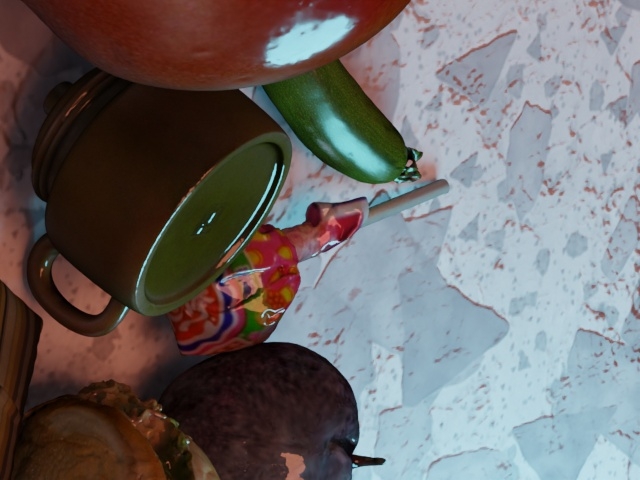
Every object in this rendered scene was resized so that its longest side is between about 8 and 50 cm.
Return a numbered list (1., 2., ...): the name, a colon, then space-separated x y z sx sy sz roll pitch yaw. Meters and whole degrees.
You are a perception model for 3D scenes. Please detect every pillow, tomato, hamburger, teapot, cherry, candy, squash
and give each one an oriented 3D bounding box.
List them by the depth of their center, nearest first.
1. tomato: -0.081 -0.251 1.314 0.321 0.321 0.321 -15 113 -39
2. pillow: -0.282 0.084 1.416 0.212 0.052 0.208 50 32 -42
3. teapot: -0.148 -0.051 1.482 0.267 0.175 0.185 -57 160 18
4. hamburger: -0.186 0.237 1.486 0.146 0.243 0.286 34 40 -43
5. cherry: -0.056 0.178 1.627 0.195 0.195 0.195 -15 113 -39
6. squash: -0.004 -0.129 1.647 0.071 0.080 0.318 -30 130 14
7. candy: 0.000 0.000 1.687 0.365 0.124 0.124 -22 117 -45
